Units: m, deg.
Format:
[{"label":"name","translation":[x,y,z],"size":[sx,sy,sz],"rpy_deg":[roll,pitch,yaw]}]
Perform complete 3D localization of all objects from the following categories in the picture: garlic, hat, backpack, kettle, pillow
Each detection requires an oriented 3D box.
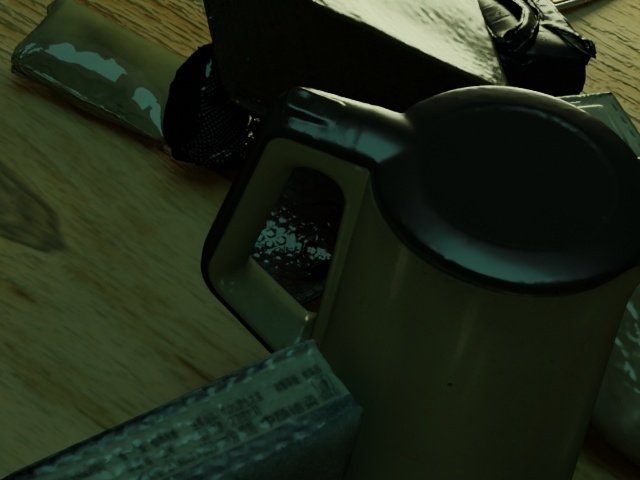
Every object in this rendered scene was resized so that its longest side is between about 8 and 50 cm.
[{"label":"garlic","translation":[0.294,0.072,1.718],"size":[0.143,0.112,0.318],"rpy_deg":[-6,84,10]},{"label":"hat","translation":[0.000,0.000,1.802],"size":[0.193,0.082,0.193],"rpy_deg":[-19,51,26]},{"label":"backpack","translation":[0.217,-0.211,2.019],"size":[0.120,0.106,0.165],"rpy_deg":[6,26,-17]},{"label":"kettle","translation":[0.074,0.056,1.551],"size":[0.361,0.376,0.250],"rpy_deg":[22,48,10]},{"label":"pillow","translation":[-0.219,-0.178,1.939],"size":[0.208,0.053,0.119],"rpy_deg":[28,55,8]}]

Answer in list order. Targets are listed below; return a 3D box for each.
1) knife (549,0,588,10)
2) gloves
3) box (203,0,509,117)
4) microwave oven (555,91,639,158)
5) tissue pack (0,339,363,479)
[{"label":"knife","translation":[0.257,-0.276,2.140],"size":[0.256,0.022,0.046],"rpy_deg":[-17,46,-30]},{"label":"gloves","translation":[-0.063,-0.122,1.903],"size":[0.181,0.106,0.129],"rpy_deg":[19,41,-34]},{"label":"box","translation":[0.036,-0.199,1.868],"size":[0.273,0.143,0.184],"rpy_deg":[21,38,-33]},{"label":"microwave oven","translation":[0.204,-0.049,1.825],"size":[0.208,0.162,0.122],"rpy_deg":[-8,49,-22]},{"label":"tissue pack","translation":[-0.126,0.226,1.458],"size":[0.316,0.228,0.103],"rpy_deg":[-22,60,-28]}]
